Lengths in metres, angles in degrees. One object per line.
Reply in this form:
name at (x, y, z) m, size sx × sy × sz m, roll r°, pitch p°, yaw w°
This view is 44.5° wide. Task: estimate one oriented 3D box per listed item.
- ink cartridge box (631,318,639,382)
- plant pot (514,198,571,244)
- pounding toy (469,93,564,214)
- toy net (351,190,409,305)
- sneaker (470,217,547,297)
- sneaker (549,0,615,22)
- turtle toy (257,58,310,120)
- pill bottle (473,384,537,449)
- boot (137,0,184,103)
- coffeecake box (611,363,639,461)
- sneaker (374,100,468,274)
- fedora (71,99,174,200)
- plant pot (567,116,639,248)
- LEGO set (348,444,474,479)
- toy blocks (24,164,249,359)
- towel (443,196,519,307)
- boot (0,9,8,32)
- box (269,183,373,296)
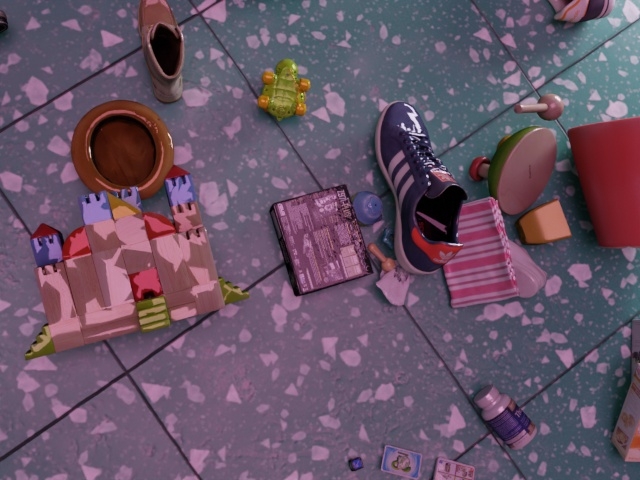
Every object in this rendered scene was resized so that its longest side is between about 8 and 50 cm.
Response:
ink cartridge box at (0.687, 0.252, 1.574) m, size 0.105 × 0.061 × 0.181 m, roll 5°, pitch 82°, yaw -9°
plant pot at (0.438, -0.029, 1.562) m, size 0.083 × 0.081 × 0.081 m, roll -20°, pitch 86°, yaw -1°
pounding toy at (0.374, -0.178, 1.547) m, size 0.183 × 0.110 × 0.236 m, roll -15°, pitch 124°, yaw -40°
toy net at (0.134, 0.012, 1.525) m, size 0.122 × 0.045 × 0.232 m, roll -10°, pitch 87°, yaw -31°
sneaker at (0.358, 0.021, 1.550) m, size 0.212 × 0.080 × 0.094 m, roll 46°, pitch 43°, yaw 13°
sneaker at (0.505, -0.610, 1.624) m, size 0.128 × 0.126 × 0.320 m, roll -15°, pitch 87°, yaw -17°
turtle toy at (-0.070, -0.291, 1.513) m, size 0.095 × 0.066 × 0.130 m, roll 11°, pitch 80°, yaw -8°
pill bottle at (0.352, 0.337, 1.502) m, size 0.067 × 0.067 × 0.120 m, roll -42°, pitch 91°, yaw -12°
boot at (-0.291, -0.375, 1.435) m, size 0.077 × 0.165 × 0.213 m, roll -9°, pitch 86°, yaw -12°
coffeecake box at (0.665, 0.335, 1.513) m, size 0.143 × 0.068 × 0.185 m, roll 4°, pitch 114°, yaw -9°
sneaker at (0.201, -0.118, 1.470) m, size 0.131 × 0.148 × 0.349 m, roll -3°, pitch 74°, yaw -28°
fedora at (-0.361, -0.158, 1.440) m, size 0.195 × 0.079 × 0.194 m, roll 1°, pitch 81°, yaw -9°
plant pot at (0.634, -0.115, 1.525) m, size 0.275 × 0.275 × 0.243 m, roll -8°, pitch 92°, yaw -11°
LEGO set at (0.158, 0.489, 1.473) m, size 0.244 × 0.060 × 0.182 m, roll 16°, pitch 68°, yaw -9°
toy blocks at (-0.337, 0.023, 1.343) m, size 0.382 × 0.191 × 0.260 m, roll -15°, pitch 94°, yaw -11°
towel at (0.293, 0.026, 1.507) m, size 0.029 × 0.144 × 0.196 m, roll -6°, pitch 81°, yaw -54°
boot at (-0.648, -0.297, 1.408) m, size 0.237 × 0.085 × 0.178 m, roll -25°, pitch 89°, yaw -6°
box at (0.000, 0.000, 1.481) m, size 0.148 × 0.077 × 0.180 m, roll -17°, pitch 86°, yaw -11°
